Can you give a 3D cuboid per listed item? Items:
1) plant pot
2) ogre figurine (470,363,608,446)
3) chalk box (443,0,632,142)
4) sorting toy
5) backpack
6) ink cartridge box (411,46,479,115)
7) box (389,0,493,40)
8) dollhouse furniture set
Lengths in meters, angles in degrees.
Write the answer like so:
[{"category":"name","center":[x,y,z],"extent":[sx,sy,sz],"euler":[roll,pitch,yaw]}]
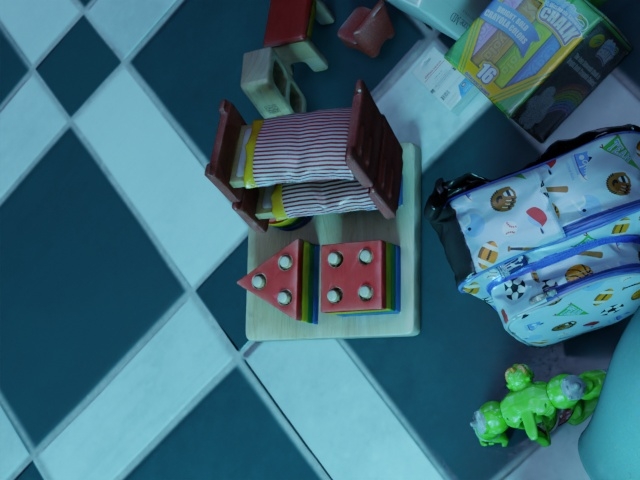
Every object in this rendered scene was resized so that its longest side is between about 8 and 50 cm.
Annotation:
[{"category":"plant pot","center":[0.417,0.177,1.352],"extent":[0.271,0.272,0.255],"euler":[46,119,27]},{"category":"ogre figurine","center":[0.261,0.196,1.501],"extent":[0.197,0.118,0.097],"euler":[-5,78,27]},{"category":"chalk box","center":[0.284,-0.251,1.567],"extent":[0.213,0.132,0.132],"euler":[-48,62,12]},{"category":"sorting toy","center":[0.000,0.000,1.699],"extent":[0.255,0.089,0.257],"euler":[-5,79,28]},{"category":"backpack","center":[0.286,-0.007,1.455],"extent":[0.263,0.276,0.213],"euler":[-32,72,13]},{"category":"ink cartridge box","center":[0.166,-0.211,1.683],"extent":[0.048,0.028,0.083],"euler":[-48,63,13]},{"category":"box","center":[0.126,-0.359,1.645],"extent":[0.182,0.181,0.119],"euler":[35,99,29]},{"category":"dollhouse furniture set","center":[-0.004,-0.204,1.641],"extent":[0.201,0.152,0.374],"euler":[-8,56,23]}]
